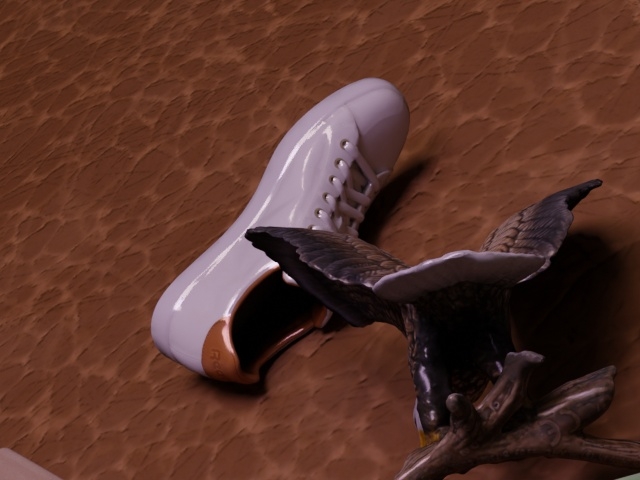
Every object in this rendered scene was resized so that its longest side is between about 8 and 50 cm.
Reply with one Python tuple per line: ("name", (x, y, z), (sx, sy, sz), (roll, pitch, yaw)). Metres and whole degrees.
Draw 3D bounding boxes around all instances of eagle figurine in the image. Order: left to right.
("eagle figurine", (0.084, 0.047, 1.276), (0.225, 0.226, 0.298), (-46, 31, 24))

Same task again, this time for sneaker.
("sneaker", (0.000, 0.000, 1.520), (0.123, 0.106, 0.290), (24, 71, 45))

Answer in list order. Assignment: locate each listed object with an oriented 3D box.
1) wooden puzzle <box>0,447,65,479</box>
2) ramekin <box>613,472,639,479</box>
("wooden puzzle", (-0.276, 0.255, 1.420), (0.239, 0.044, 0.221), (-30, 31, -31))
("ramekin", (0.155, 0.261, 0.807), (0.303, 0.303, 0.148), (-39, 38, -6))
